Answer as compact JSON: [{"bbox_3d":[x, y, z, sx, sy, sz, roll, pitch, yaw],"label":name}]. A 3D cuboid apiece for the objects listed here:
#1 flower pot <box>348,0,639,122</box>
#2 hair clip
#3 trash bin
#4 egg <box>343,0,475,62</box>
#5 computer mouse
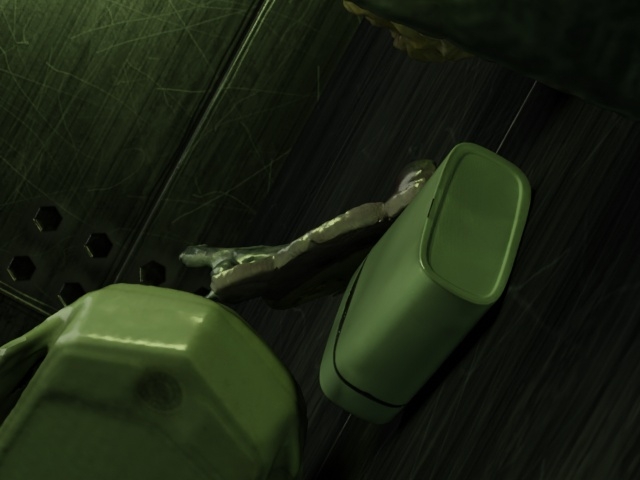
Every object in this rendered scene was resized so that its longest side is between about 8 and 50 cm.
[{"bbox_3d":[0.096,-0.203,0.590,0.299,0.299,0.283,-91,24,-78],"label":"flower pot"},{"bbox_3d":[0.001,0.008,1.091,0.146,0.187,0.056,35,-138,-72],"label":"hair clip"},{"bbox_3d":[0.058,0.025,0.958,0.130,0.059,0.116,-54,12,47],"label":"trash bin"},{"bbox_3d":[0.079,-0.262,1.005,0.279,0.279,0.310,130,128,-63],"label":"egg"},{"bbox_3d":[-0.134,0.175,1.133,0.429,0.228,0.145,-60,2,35],"label":"computer mouse"}]
